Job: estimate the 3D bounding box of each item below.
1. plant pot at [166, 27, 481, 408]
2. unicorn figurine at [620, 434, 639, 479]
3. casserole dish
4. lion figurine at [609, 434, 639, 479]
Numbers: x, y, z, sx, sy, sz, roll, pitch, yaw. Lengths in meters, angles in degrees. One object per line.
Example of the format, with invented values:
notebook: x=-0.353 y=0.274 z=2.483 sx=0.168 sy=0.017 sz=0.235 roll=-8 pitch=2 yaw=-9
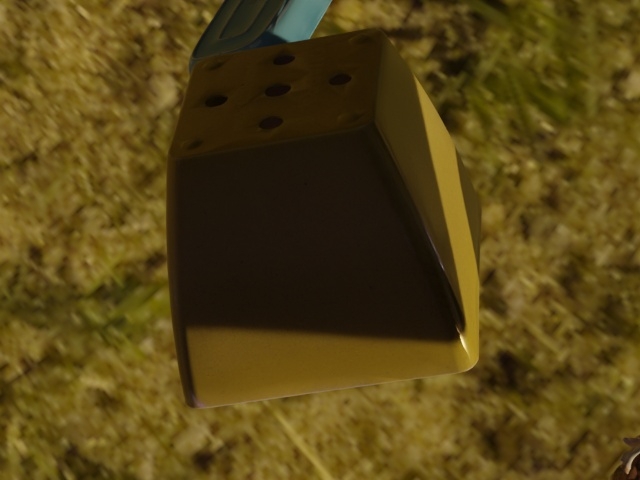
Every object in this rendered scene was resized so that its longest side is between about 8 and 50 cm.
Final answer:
plant pot: x=-0.009 y=-0.029 z=1.290 sx=0.212 sy=0.212 sz=0.187 roll=-9 pitch=123 yaw=12
unicorn figurine: x=0.380 y=0.238 z=1.847 sx=0.111 sy=0.162 sz=0.060 roll=-39 pitch=150 yaw=9
casserole dish: x=-0.054 y=-0.193 z=1.595 sx=0.037 sy=0.114 sz=0.188 roll=57 pitch=41 yaw=-28
lion figurine: x=0.409 y=0.193 z=1.973 sx=0.240 sy=0.142 sz=0.392 roll=-9 pitch=112 yaw=-43
